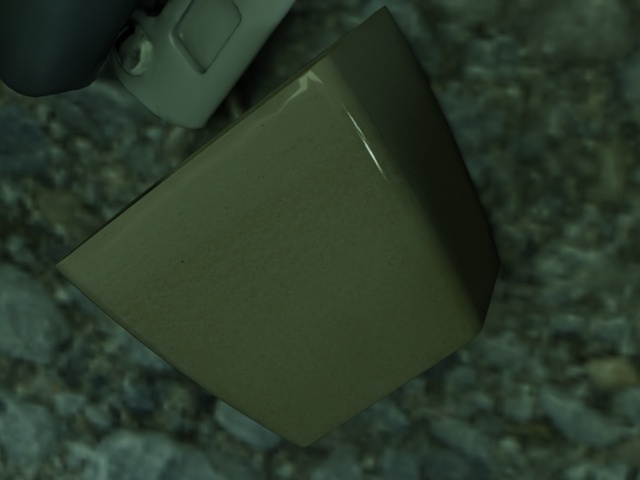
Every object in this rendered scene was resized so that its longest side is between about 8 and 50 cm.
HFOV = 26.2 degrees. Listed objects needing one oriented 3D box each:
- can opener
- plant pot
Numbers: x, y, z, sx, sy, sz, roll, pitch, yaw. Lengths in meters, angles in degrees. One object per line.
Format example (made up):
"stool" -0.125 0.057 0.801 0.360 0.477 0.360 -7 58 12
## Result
"can opener" -0.015 -0.136 0.405 0.076 0.095 0.283 54 132 15
"plant pot" 0.000 0.000 0.449 0.109 0.109 0.096 -36 97 20
